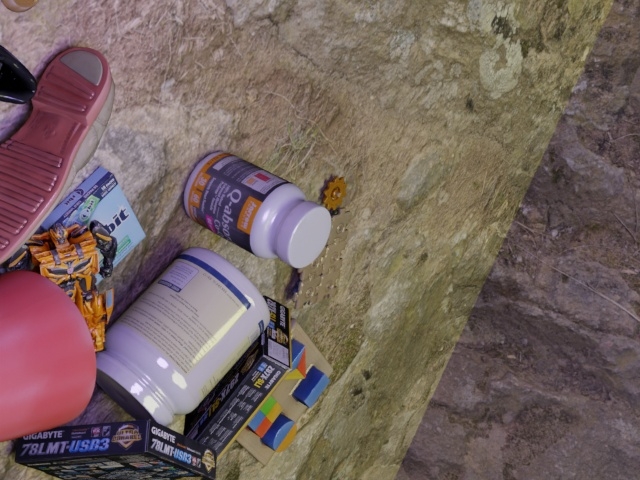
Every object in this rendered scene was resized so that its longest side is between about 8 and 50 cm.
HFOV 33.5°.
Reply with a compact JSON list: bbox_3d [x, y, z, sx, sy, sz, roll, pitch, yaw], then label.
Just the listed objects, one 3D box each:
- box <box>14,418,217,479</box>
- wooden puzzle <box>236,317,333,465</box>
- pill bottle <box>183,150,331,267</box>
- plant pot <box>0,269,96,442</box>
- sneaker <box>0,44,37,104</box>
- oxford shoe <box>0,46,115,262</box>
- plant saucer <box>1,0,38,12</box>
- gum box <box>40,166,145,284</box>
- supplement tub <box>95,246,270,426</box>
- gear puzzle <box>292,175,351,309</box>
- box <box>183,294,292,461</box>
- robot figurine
[{"bbox_3d":[-0.398,0.429,2.107,0.293,0.295,0.073,45,41,-59],"label":"box"},{"bbox_3d":[-0.093,0.405,2.742,0.322,0.080,0.348,-53,149,-15],"label":"wooden puzzle"},{"bbox_3d":[-0.126,-0.059,2.124,0.162,0.278,0.162,-36,140,-37],"label":"pill bottle"},{"bbox_3d":[-0.539,0.206,1.694,0.243,0.274,0.275,-23,132,-57],"label":"plant pot"},{"bbox_3d":[-0.517,-0.272,1.511,0.283,0.124,0.107,20,96,-59],"label":"sneaker"},{"bbox_3d":[-0.440,-0.114,1.723,0.397,0.140,0.146,-59,166,-15],"label":"oxford shoe"},{"bbox_3d":[-0.452,-0.387,1.626,0.083,0.015,0.083,-37,142,-36],"label":"plant saucer"},{"bbox_3d":[-0.415,-0.019,1.952,0.157,0.041,0.184,-47,147,-22],"label":"gum box"},{"bbox_3d":[-0.284,0.198,2.132,0.325,0.235,0.235,-48,147,-23],"label":"supplement tub"},{"bbox_3d":[0.000,0.000,2.606,0.175,0.044,0.339,-17,125,-49],"label":"gear puzzle"},{"bbox_3d":[-0.182,0.307,2.299,0.079,0.257,0.322,31,110,-18],"label":"box"},{"bbox_3d":[-0.453,0.090,1.888,0.211,0.085,0.291,-17,139,-26],"label":"robot figurine"}]
